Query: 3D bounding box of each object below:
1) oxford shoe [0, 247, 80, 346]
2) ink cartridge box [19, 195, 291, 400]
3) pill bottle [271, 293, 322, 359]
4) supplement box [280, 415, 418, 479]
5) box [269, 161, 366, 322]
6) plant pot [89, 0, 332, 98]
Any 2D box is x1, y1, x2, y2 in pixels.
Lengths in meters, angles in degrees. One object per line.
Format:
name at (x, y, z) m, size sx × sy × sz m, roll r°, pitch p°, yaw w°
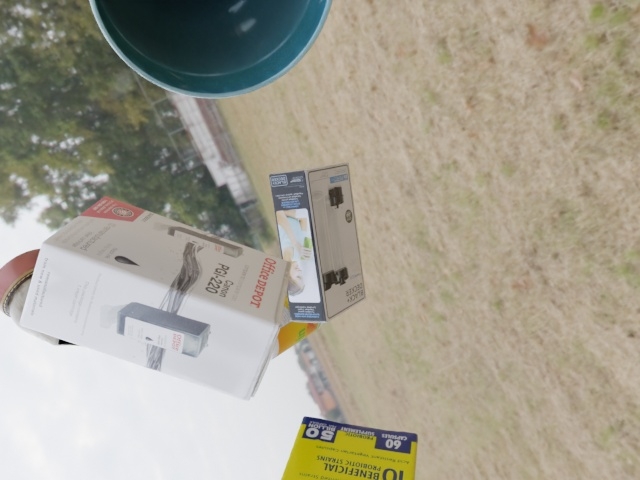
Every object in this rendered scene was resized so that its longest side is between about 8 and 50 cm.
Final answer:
oxford shoe at (-0.277, 0.098, 0.841) m, size 0.130 × 0.123 × 0.348 m, roll 41°, pitch -167°, yaw 19°
ink cartridge box at (-0.145, 0.050, 0.599) m, size 0.158 × 0.217 × 0.092 m, roll -86°, pitch 18°, yaw -70°
pill bottle at (-0.119, 0.206, 1.455) m, size 0.136 × 0.245 × 0.136 m, roll 23°, pitch 126°, yaw 36°
supplement box at (0.026, 0.447, 0.865) m, size 0.356 × 0.194 × 0.195 m, roll -62°, pitch -24°, yaw -66°
box at (0.000, 0.000, 1.200) m, size 0.169 × 0.087 × 0.290 m, roll -19°, pitch -76°, yaw -57°
plant pot at (-0.148, -0.356, 0.749) m, size 0.255 × 0.271 × 0.272 m, roll -116°, pitch 4°, yaw -46°
